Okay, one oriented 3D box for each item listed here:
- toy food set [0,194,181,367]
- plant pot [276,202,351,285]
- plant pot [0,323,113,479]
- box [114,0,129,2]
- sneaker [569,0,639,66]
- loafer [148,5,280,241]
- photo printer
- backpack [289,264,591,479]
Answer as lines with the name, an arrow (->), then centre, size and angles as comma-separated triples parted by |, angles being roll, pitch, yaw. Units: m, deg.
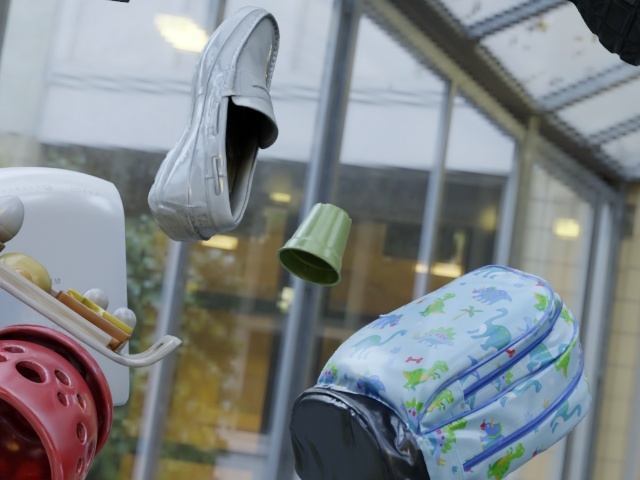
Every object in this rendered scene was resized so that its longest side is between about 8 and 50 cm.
toy food set -> -0.289, 0.034, 1.637 | 0.306, 0.092, 0.220 | 34, -7, -6
plant pot -> 0.000, 0.000, 1.809 | 0.083, 0.079, 0.083 | 19, -26, 10
plant pot -> -0.306, 0.187, 1.490 | 0.191, 0.191, 0.174 | 6, 19, 16
box -> -0.203, -0.284, 1.063 | 0.183, 0.059, 0.232 | 6, -43, -16
sneaker -> 0.278, -0.266, 1.467 | 0.267, 0.106, 0.101 | 36, -30, 14
loafer -> -0.094, -0.135, 1.705 | 0.112, 0.319, 0.112 | -1, -32, 27
photo printer -> -0.363, 0.063, 1.863 | 0.256, 0.307, 0.107 | -3, 4, -33
backpack -> 0.167, 0.187, 1.854 | 0.356, 0.273, 0.290 | -11, 12, -25
